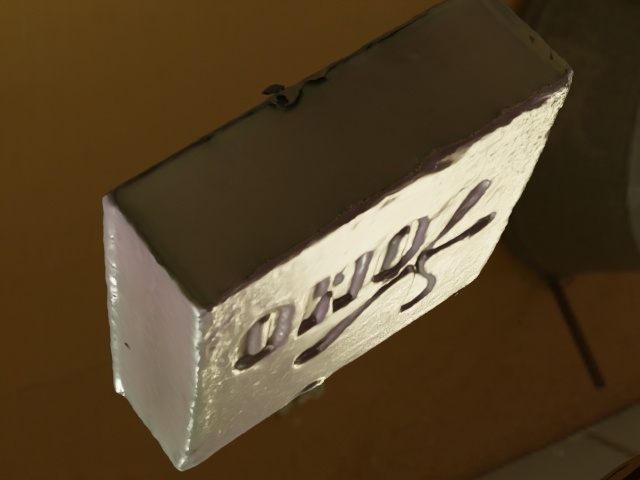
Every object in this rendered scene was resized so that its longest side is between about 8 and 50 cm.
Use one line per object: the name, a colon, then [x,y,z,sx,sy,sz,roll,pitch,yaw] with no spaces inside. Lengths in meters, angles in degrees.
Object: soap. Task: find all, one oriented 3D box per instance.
soap: [0.000,0.000,0.864,0.296,0.285,0.107,-32,-110,-21]

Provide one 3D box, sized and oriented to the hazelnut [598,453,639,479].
hazelnut: [0.151,0.163,0.394,0.217,0.251,0.217,21,-154,-11]
